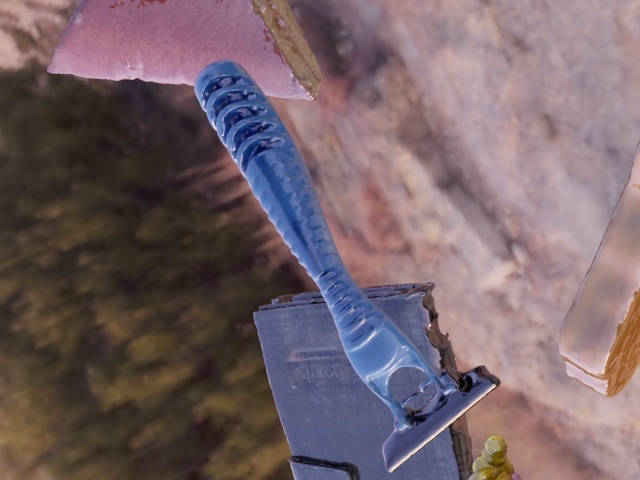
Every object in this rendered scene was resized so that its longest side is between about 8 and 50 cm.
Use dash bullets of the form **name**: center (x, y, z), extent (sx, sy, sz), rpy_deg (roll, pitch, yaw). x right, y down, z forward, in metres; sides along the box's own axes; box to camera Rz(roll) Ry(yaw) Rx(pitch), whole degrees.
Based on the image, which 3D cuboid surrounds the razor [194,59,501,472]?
- **razor**: center (0.000, 0.000, 0.903), extent (0.042, 0.082, 0.253), rpy_deg (9, -135, -58)

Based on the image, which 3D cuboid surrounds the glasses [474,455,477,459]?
- **glasses**: center (0.110, 0.211, 1.568), extent (0.104, 0.063, 0.140), rpy_deg (-51, -61, -74)

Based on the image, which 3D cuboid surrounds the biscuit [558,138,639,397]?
- **biscuit**: center (0.158, -0.047, 0.649), extent (0.040, 0.144, 0.236), rpy_deg (26, 122, 19)

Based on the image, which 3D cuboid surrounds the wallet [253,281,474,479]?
- **wallet**: center (0.051, 0.191, 1.244), extent (0.169, 0.044, 0.317), rpy_deg (-6, 101, 40)

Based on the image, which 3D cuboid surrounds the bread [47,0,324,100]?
- **bread**: center (-0.090, -0.159, 1.090), extent (0.067, 0.192, 0.119), rpy_deg (-29, -57, -74)

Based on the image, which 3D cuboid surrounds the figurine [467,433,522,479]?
- **figurine**: center (0.117, 0.190, 1.013), extent (0.156, 0.095, 0.114), rpy_deg (-103, 12, -77)
